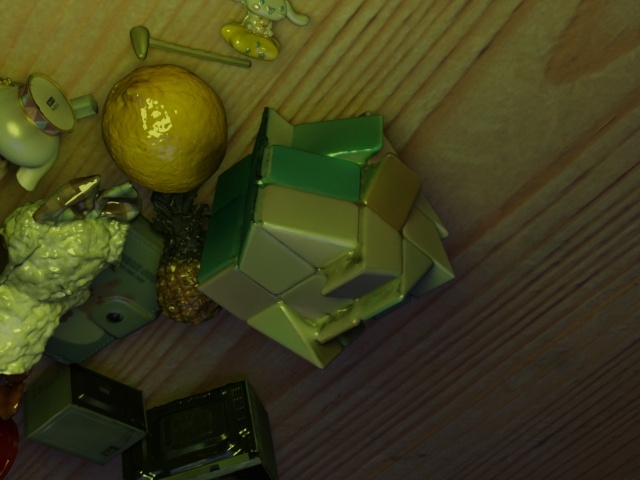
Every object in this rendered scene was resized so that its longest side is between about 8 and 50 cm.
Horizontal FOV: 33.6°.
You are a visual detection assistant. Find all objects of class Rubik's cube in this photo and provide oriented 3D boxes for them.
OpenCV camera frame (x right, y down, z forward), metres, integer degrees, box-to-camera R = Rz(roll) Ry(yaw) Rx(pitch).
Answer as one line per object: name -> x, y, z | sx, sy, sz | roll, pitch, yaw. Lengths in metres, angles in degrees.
Rubik's cube -> 0.000, 0.000, 1.711 | 0.358, 0.387, 0.368 | -31, 126, 33

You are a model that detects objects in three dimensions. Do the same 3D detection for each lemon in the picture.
lemon -> -0.231, -0.166, 1.589 | 0.188, 0.188, 0.256 | -20, 160, 6

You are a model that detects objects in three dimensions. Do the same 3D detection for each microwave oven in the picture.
microwave oven -> -0.261, 0.451, 2.250 | 0.295, 0.237, 0.181 | -18, 138, 5
microwave oven -> -0.476, 0.346, 2.150 | 0.163, 0.129, 0.205 | -37, 135, 21

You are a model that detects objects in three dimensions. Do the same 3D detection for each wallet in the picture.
wallet -> -0.404, 0.087, 1.916 | 0.360, 0.083, 0.252 | -33, 132, 21

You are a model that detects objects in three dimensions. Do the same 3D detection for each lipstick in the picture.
lipstick -> -0.398, -0.197, 1.632 | 0.107, 0.025, 0.025 | -14, 139, 8

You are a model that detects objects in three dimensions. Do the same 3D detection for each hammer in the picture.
hammer -> -0.188, -0.276, 1.586 | 0.195, 0.060, 0.028 | 7, 135, -29

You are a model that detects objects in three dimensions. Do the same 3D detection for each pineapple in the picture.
pineapple -> -0.226, 0.013, 1.790 | 0.128, 0.128, 0.248 | -7, 113, -9

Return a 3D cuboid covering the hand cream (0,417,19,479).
hand cream -> -0.710, 0.407, 2.104 | 0.193, 0.193, 0.125 | -26, 139, 13

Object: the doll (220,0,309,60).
doll -> -0.081, -0.325, 1.561 | 0.135, 0.071, 0.113 | -8, 121, -18

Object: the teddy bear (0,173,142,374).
teddy bear -> -0.486, 0.016, 1.689 | 0.327, 0.375, 0.362 | 17, 97, -48

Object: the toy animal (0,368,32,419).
toy animal -> -0.678, 0.226, 1.924 | 0.281, 0.195, 0.169 | 28, 126, -21

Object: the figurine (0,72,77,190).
figurine -> -0.499, -0.143, 1.581 | 0.263, 0.142, 0.189 | -28, 106, 17
